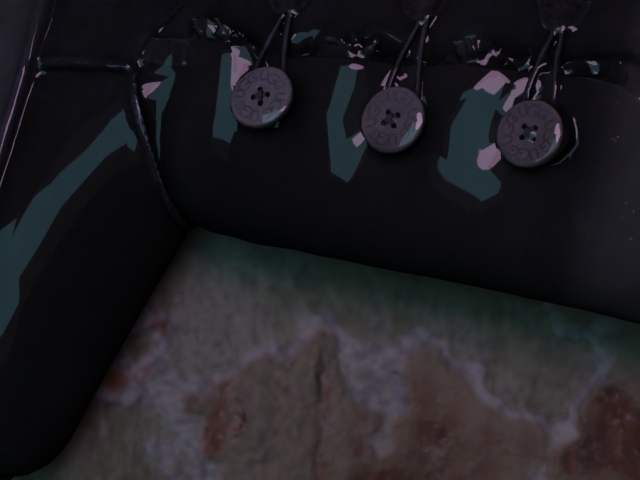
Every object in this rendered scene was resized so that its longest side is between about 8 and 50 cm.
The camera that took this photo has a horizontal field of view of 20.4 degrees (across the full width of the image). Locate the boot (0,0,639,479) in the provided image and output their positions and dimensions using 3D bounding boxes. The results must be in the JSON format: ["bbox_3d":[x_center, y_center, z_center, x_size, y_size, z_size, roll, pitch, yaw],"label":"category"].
[{"bbox_3d":[0.000,-0.002,1.080,0.445,0.146,0.367,8,87,15],"label":"boot"}]
